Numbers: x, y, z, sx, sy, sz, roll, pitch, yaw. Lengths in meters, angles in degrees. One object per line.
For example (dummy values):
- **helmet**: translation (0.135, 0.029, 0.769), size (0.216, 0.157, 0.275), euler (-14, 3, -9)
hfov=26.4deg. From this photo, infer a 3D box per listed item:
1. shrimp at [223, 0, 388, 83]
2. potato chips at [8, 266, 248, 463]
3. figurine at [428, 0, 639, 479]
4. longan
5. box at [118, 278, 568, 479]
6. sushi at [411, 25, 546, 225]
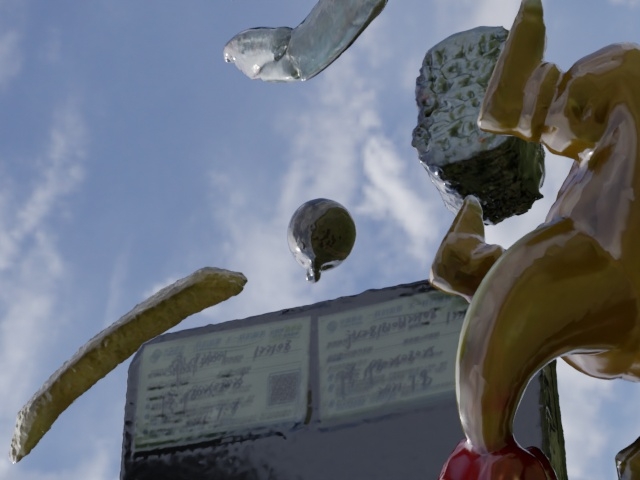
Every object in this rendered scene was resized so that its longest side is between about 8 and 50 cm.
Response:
- **shrimp**: translation (-0.003, -0.220, 1.020), size (0.085, 0.360, 0.247), euler (26, -107, -27)
- **potato chips**: translation (-0.276, 0.155, 1.810), size (0.407, 0.057, 0.080), euler (-38, -64, 4)
- **figurine**: translation (0.245, 0.055, 0.692), size (0.268, 0.387, 0.401), euler (-60, -15, -64)
- **longan**: translation (0.000, 0.000, 1.874), size (0.106, 0.106, 0.119), euler (40, -122, -52)
- **box**: translation (0.009, 0.146, 1.050), size (0.058, 0.350, 0.211), euler (50, -146, -51)
- **sushi**: translation (0.170, -0.116, 1.418), size (0.225, 0.124, 0.127), euler (-85, -26, -47)
